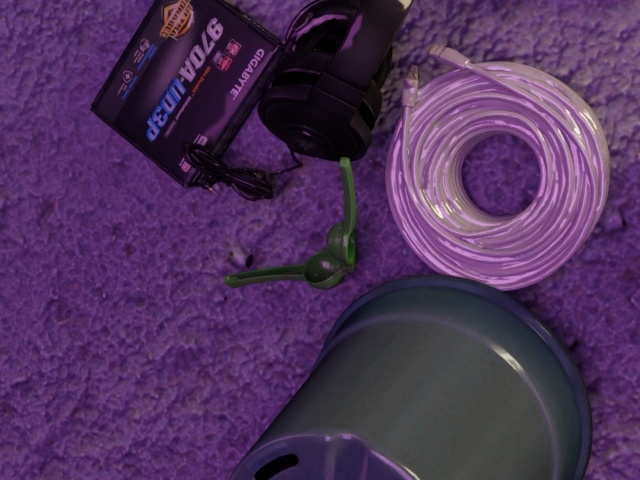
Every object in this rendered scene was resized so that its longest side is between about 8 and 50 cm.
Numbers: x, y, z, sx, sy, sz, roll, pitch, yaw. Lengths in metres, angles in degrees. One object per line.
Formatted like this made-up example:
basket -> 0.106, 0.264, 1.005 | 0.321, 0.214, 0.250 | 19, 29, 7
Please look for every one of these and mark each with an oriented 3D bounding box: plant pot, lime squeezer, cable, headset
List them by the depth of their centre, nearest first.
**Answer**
plant pot -> 0.081, 0.247, 1.237 | 0.341, 0.334, 0.341 | 8, 110, 24
headset -> -0.016, -0.191, 1.326 | 0.185, 0.243, 0.394 | 26, 130, -8
cable -> 0.200, -0.074, 1.335 | 0.257, 0.089, 0.257 | 19, 102, 17
lime squeezer -> 0.000, 0.000, 1.400 | 0.110, 0.059, 0.310 | 39, 141, -6

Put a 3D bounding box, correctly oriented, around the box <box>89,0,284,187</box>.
box -> -0.167, -0.204, 1.480 | 0.175, 0.051, 0.220 | 40, 106, 13
